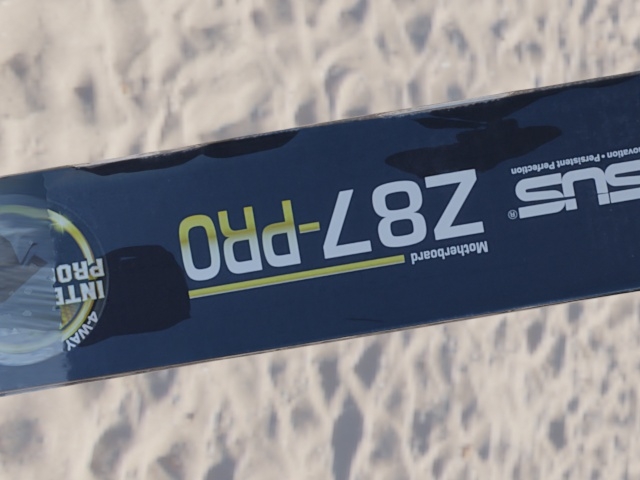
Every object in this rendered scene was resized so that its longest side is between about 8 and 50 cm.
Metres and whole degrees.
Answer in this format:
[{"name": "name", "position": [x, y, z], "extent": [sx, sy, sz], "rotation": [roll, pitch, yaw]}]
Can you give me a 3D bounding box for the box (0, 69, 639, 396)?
[{"name": "box", "position": [0.000, 0.000, 0.667], "extent": [0.395, 0.318, 0.097], "rotation": [98, -15, -89]}]
